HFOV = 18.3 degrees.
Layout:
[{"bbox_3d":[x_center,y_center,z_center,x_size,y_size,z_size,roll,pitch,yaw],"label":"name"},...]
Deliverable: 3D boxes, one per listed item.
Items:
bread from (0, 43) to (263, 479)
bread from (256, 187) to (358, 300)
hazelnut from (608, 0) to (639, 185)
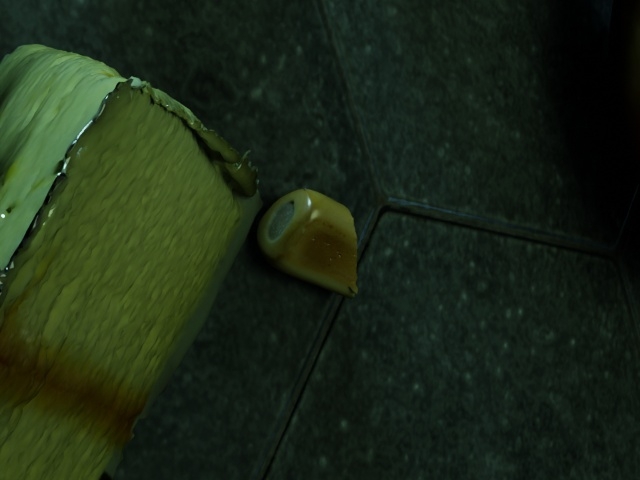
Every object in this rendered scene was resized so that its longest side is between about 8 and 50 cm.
[{"bbox_3d":[-0.129,0.066,1.029,0.242,0.405,0.345,35,80,-23],"label":"bread"},{"bbox_3d":[0.001,0.000,1.406,0.103,0.049,0.062,23,104,-48],"label":"bread"},{"bbox_3d":[0.435,-0.131,1.704,0.429,0.402,0.402,-1,88,-48],"label":"hazelnut"}]
